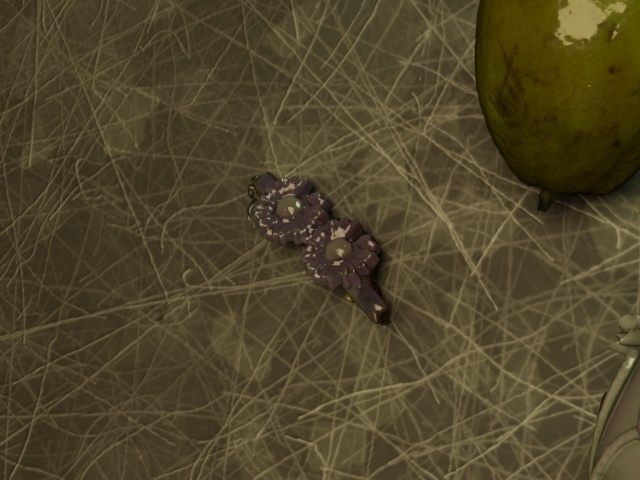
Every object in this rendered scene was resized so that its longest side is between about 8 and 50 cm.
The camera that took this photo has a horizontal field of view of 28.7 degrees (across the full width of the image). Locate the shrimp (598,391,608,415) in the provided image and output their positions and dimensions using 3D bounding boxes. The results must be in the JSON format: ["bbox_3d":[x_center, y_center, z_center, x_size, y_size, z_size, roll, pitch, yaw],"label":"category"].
[{"bbox_3d":[0.390,0.190,1.483,0.095,0.045,0.162,34,98,43],"label":"shrimp"}]

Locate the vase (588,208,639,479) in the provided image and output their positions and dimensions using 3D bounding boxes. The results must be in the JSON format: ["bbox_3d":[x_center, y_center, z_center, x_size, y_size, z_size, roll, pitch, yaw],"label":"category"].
[{"bbox_3d":[0.407,0.172,1.306,0.250,0.250,0.445,8,107,21],"label":"vase"}]

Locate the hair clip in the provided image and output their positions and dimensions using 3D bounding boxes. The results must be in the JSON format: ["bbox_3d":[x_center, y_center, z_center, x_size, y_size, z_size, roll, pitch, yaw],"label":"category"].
[{"bbox_3d":[0.000,0.000,1.641,0.106,0.084,0.292,-40,64,-10],"label":"hair clip"}]

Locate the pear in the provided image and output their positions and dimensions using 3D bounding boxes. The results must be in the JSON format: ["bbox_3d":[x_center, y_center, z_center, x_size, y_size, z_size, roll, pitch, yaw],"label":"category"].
[{"bbox_3d":[0.310,-0.207,1.462,0.287,0.287,0.375,20,109,22],"label":"pear"}]
